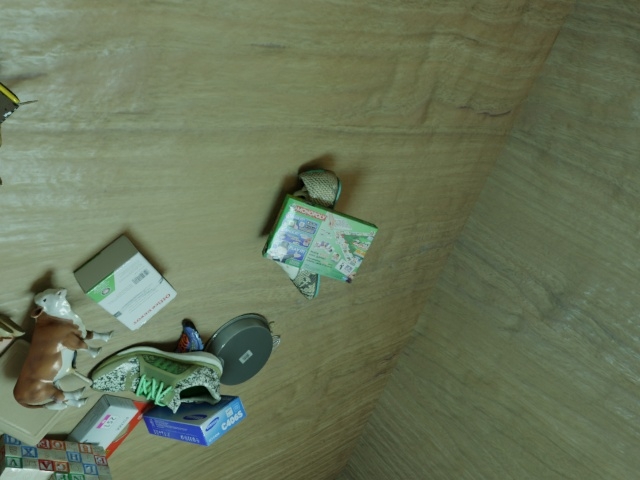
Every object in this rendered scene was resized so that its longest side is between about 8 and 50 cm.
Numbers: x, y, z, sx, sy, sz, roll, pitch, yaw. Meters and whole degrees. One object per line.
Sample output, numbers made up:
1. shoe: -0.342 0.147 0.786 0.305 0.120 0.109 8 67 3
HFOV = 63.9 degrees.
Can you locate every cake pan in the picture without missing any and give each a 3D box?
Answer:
1. cake pan: -0.292 0.412 1.885 0.293 0.054 0.293 -23 129 -32

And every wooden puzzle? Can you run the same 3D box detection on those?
1. wooden puzzle: -0.751 0.388 1.312 0.238 0.044 0.221 -46 117 -2

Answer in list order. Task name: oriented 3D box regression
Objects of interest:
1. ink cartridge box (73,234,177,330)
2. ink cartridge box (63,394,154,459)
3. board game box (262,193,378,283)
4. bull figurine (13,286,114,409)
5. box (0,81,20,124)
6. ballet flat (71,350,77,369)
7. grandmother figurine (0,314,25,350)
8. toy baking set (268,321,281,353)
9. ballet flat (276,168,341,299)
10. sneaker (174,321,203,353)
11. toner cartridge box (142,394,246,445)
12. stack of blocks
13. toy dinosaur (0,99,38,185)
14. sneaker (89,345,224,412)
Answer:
1. ink cartridge box: -0.507 0.117 1.355 0.160 0.093 0.219 -41 145 -14
2. ink cartridge box: -0.695 0.638 1.666 0.275 0.060 0.239 -49 145 -2
3. board game box: 0.000 0.000 1.639 0.317 0.046 0.213 19 108 -21
4. bull figurine: -0.627 0.265 1.240 0.101 0.189 0.310 -114 -135 -84
5. box: -0.699 -0.203 0.803 0.322 0.079 0.257 -47 137 -6
6. ballet flat: -0.703 0.375 1.398 0.074 0.074 0.203 -2 117 -49
7. grandmother figurine: -0.820 0.323 1.142 0.342 0.104 0.208 -53 173 -13
8. toy baking set: -0.240 0.419 2.013 0.197 0.030 0.256 -36 144 -21
9. ballet flat: -0.068 -0.015 1.721 0.182 0.164 0.482 0 118 -24
10. sneaker: -0.437 0.359 1.686 0.087 0.083 0.221 -16 130 -30
11. toner cartridge box: -0.418 0.573 1.678 0.165 0.348 0.075 -29 103 -47
12. stack of blocks: -0.754 0.655 1.445 0.297 0.171 0.087 30 95 -40
13. toy dinosaur: -0.626 -0.192 0.967 0.112 0.064 0.211 -18 146 -57
14. sneaker: -0.479 0.435 1.558 0.411 0.182 0.158 5 119 -27
